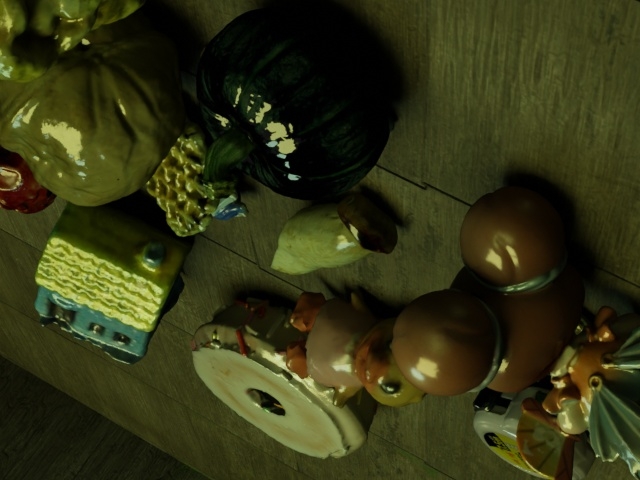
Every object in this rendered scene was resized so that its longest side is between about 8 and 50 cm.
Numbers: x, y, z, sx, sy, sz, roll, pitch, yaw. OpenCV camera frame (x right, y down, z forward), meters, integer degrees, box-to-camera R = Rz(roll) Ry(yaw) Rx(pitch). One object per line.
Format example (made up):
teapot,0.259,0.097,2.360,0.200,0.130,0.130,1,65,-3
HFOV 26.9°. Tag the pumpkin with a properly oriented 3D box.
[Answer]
pumpkin,-0.057,-0.142,1.589,0.248,0.248,0.248,29,155,15

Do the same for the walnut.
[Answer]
walnut,-0.319,-0.200,1.811,0.282,0.253,0.277,38,155,-8

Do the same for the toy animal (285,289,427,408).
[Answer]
toy animal,0.087,0.183,2.116,0.169,0.195,0.281,3,-173,-42

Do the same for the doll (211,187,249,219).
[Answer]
doll,-0.160,-0.068,2.078,0.096,0.070,0.195,42,166,-14

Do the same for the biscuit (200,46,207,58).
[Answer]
biscuit,-0.106,-0.208,1.808,0.147,0.018,0.071,44,157,-23

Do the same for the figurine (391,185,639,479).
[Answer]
figurine,0.298,0.140,1.654,0.388,0.276,0.248,34,174,4

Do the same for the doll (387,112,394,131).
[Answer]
doll,0.059,-0.138,1.709,0.037,0.027,0.125,32,157,-12

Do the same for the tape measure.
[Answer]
tape measure,0.323,0.283,2.054,0.178,0.105,0.196,13,152,46

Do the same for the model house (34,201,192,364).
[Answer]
model house,-0.361,0.047,2.368,0.237,0.215,0.303,25,152,-2

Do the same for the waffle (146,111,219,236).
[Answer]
waffle,-0.211,-0.112,2.006,0.204,0.054,0.223,63,150,12

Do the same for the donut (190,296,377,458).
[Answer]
donut,-0.062,0.246,2.436,0.383,0.142,0.382,28,154,15

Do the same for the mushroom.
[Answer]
mushroom,-0.002,-0.002,1.976,0.107,0.087,0.333,42,158,-17

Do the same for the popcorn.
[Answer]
popcorn,-0.375,-0.361,1.550,0.334,0.292,0.293,41,161,-1

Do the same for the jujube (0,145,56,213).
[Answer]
jujube,-0.533,-0.125,2.365,0.155,0.155,0.230,34,167,2

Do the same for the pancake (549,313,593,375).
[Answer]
pancake,0.315,0.140,1.880,0.254,0.037,0.253,28,155,14
